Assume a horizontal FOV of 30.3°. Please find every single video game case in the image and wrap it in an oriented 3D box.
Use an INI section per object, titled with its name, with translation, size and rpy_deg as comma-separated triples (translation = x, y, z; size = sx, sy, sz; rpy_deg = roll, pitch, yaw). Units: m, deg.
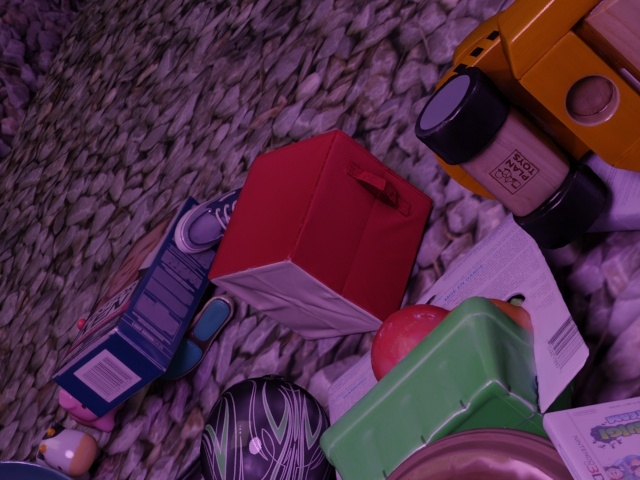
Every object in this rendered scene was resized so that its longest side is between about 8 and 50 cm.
[video game case]
translation = 0.282, 0.177, 0.967
size = 0.157, 0.019, 0.143
rpy_deg = -8, 30, -9

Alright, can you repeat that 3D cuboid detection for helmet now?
[helmet]
translation = -0.062, 0.249, 1.383
size = 0.169, 0.169, 0.161
rpy_deg = -53, 22, 2

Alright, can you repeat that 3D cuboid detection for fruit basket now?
[fruit basket]
translation = 0.133, 0.150, 1.241
size = 0.327, 0.165, 0.353
rpy_deg = -46, 13, 16

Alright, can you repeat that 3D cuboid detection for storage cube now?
[storage cube]
translation = 0.000, 0.000, 1.537
size = 0.215, 0.183, 0.193
rpy_deg = -14, 49, 50

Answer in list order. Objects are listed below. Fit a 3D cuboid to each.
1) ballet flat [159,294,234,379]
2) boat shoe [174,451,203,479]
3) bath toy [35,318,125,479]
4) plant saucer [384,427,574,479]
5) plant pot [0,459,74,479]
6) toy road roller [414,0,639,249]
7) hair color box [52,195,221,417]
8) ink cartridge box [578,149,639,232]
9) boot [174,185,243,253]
[ballet flat]
translation = -0.189, 0.151, 1.821
size = 0.168, 0.057, 0.052
rpy_deg = -46, 1, 9
[boat shoe]
translation = -0.195, 0.368, 1.513
size = 0.306, 0.105, 0.113
rpy_deg = -45, 29, 17
[bath toy]
translation = -0.386, 0.270, 1.899
size = 0.151, 0.129, 0.348
rpy_deg = -15, 46, 51
[plant saucer]
translation = 0.140, 0.296, 0.995
size = 0.277, 0.041, 0.278
rpy_deg = -7, 74, 27
[plant pot]
translation = -0.440, 0.482, 1.638
size = 0.195, 0.290, 0.290
rpy_deg = 102, 176, -47
[toy road roller]
translation = 0.253, -0.180, 1.231
size = 0.329, 0.202, 0.241
rpy_deg = -44, 20, 22
[hair color box]
translation = -0.274, 0.097, 1.861
size = 0.174, 0.105, 0.347
rpy_deg = -36, 20, 33
[ink cartridge box]
translation = 0.347, -0.112, 1.266
size = 0.224, 0.045, 0.223
rpy_deg = -3, 57, 55
[boot]
translation = -0.145, -0.044, 1.874
size = 0.086, 0.069, 0.190
rpy_deg = -17, 17, 46
